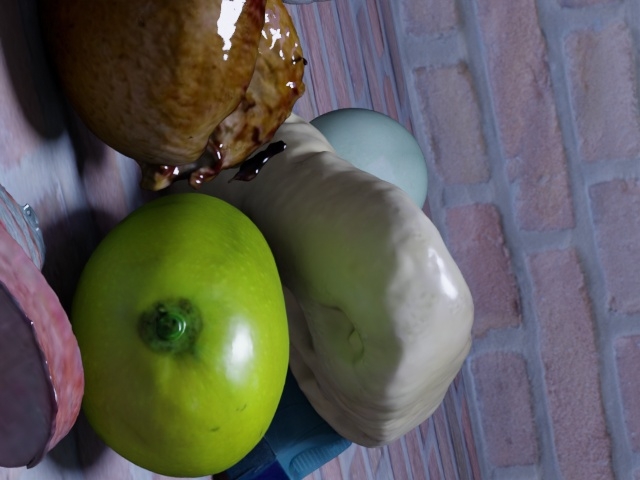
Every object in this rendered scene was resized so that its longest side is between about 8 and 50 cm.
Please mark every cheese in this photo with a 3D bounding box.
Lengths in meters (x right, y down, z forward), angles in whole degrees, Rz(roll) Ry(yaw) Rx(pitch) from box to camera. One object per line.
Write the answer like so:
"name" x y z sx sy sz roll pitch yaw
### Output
"cheese" 0.000 0.000 1.437 0.351 0.130 0.328 56 -15 5

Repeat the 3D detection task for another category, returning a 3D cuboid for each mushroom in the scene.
"mushroom" -0.112 -0.172 1.296 0.263 0.195 0.283 -125 -156 -66

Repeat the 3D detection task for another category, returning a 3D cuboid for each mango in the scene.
"mango" -0.100 0.062 1.290 0.343 0.156 0.192 -84 174 -77

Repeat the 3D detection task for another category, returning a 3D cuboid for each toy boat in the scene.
"toy boat" -0.202 0.010 1.058 0.206 0.096 0.282 62 8 -17

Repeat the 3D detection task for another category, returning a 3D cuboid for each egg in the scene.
"egg" 0.038 -0.071 2.014 0.231 0.168 0.168 -2 84 -73

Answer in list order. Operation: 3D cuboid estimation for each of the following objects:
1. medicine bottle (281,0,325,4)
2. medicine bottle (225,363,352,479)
"medicine bottle" -0.031 -0.331 1.497 0.256 0.325 0.256 -8 90 -80
"medicine bottle" -0.053 0.117 1.633 0.079 0.124 0.258 61 11 -62
